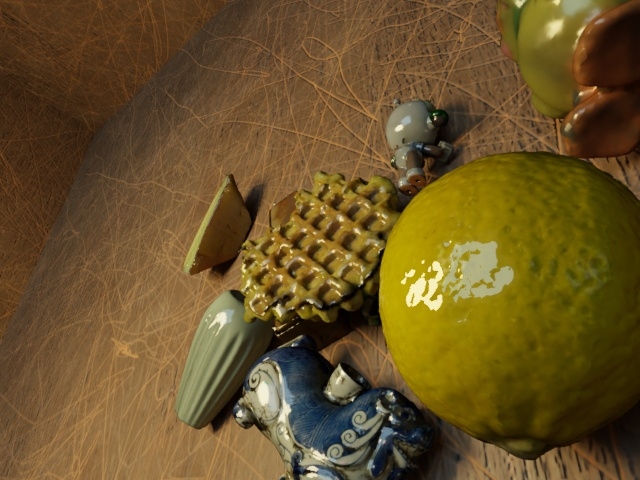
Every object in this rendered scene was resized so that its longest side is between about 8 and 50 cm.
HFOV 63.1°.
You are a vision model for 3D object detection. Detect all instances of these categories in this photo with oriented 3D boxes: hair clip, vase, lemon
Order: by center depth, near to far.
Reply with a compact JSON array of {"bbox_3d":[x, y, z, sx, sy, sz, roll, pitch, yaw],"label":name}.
[{"bbox_3d":[0.190,0.052,0.508,0.293,0.293,0.292,-30,42,31],"label":"lemon"},{"bbox_3d":[0.067,0.079,0.832,0.049,0.049,0.172,-42,38,17],"label":"hair clip"},{"bbox_3d":[-0.180,0.216,0.937,0.128,0.128,0.247,34,97,55],"label":"vase"}]

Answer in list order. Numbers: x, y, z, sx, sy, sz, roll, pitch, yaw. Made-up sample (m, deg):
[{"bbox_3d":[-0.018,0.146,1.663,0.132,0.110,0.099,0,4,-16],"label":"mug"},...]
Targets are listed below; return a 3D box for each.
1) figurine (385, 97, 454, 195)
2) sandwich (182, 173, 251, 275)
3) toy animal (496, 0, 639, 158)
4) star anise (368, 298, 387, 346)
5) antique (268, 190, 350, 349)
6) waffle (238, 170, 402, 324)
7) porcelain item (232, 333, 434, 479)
[{"bbox_3d":[0.162,-0.160,0.876,0.147,0.094,0.196,-49,37,49],"label":"figurine"},{"bbox_3d":[-0.234,-0.025,1.219,0.094,0.096,0.257,0,63,57],"label":"sandwich"},{"bbox_3d":[0.346,-0.279,0.676,0.191,0.216,0.338,-13,43,9],"label":"toy animal"},{"bbox_3d":[0.138,0.077,0.729,0.168,0.057,0.167,-27,40,25],"label":"star anise"},{"bbox_3d":[-0.029,0.041,0.929,0.093,0.087,0.309,-35,39,23],"label":"antique"},{"bbox_3d":[-0.004,0.008,0.825,0.282,0.058,0.300,6,55,36],"label":"waffle"},{"bbox_3d":[0.007,0.231,0.692,0.186,0.138,0.288,-50,37,0],"label":"porcelain item"}]
